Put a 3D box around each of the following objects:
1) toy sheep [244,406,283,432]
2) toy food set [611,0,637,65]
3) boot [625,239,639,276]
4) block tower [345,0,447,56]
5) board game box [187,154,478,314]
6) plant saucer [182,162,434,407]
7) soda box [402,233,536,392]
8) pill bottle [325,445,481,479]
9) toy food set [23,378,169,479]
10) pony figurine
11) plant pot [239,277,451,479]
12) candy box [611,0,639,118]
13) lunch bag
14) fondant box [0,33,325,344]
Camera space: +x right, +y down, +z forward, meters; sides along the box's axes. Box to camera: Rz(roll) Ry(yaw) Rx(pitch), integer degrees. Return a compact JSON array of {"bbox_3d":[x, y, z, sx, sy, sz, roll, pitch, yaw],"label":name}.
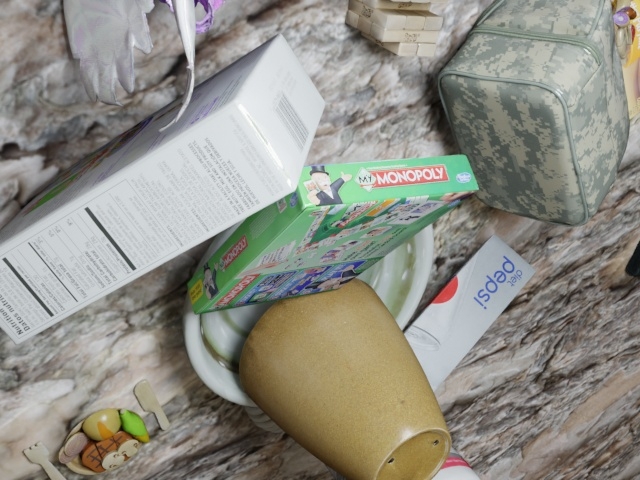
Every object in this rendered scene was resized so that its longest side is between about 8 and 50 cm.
[{"bbox_3d":[-0.078,0.255,1.283,0.091,0.091,0.132,-45,121,0],"label":"toy sheep"},{"bbox_3d":[0.434,-0.316,1.145,0.122,0.019,0.078,53,54,-47],"label":"toy food set"},{"bbox_3d":[0.700,0.031,1.693,0.099,0.045,0.121,1,126,-33],"label":"boot"},{"bbox_3d":[0.117,-0.393,0.960,0.091,0.097,0.336,-8,123,-31],"label":"block tower"},{"bbox_3d":[0.000,0.000,0.917,0.213,0.046,0.317,-7,161,-31],"label":"board game box"},{"bbox_3d":[-0.023,0.055,1.168,0.400,0.100,0.401,-18,129,-24],"label":"plant saucer"},{"bbox_3d":[0.221,0.125,1.322,0.286,0.098,0.091,-44,173,-21],"label":"soda box"},{"bbox_3d":[0.097,0.332,1.291,0.176,0.318,0.176,-18,129,-23],"label":"pill bottle"},{"bbox_3d":[-0.312,0.296,1.176,0.192,0.038,0.132,-30,133,-14],"label":"toy food set"},{"bbox_3d":[-0.131,-0.304,0.755,0.363,0.302,0.351,-21,112,-31],"label":"pony figurine"},{"bbox_3d":[0.050,0.214,1.084,0.237,0.254,0.237,-18,129,-23],"label":"plant pot"},{"bbox_3d":[0.486,-0.354,1.246,0.183,0.087,0.316,-35,133,-9],"label":"candy box"},{"bbox_3d":[0.331,-0.205,1.159,0.256,0.212,0.305,-52,138,-21],"label":"lunch bag"},{"bbox_3d":[-0.165,-0.058,0.806,0.330,0.238,0.096,-27,111,19],"label":"fondant box"}]
